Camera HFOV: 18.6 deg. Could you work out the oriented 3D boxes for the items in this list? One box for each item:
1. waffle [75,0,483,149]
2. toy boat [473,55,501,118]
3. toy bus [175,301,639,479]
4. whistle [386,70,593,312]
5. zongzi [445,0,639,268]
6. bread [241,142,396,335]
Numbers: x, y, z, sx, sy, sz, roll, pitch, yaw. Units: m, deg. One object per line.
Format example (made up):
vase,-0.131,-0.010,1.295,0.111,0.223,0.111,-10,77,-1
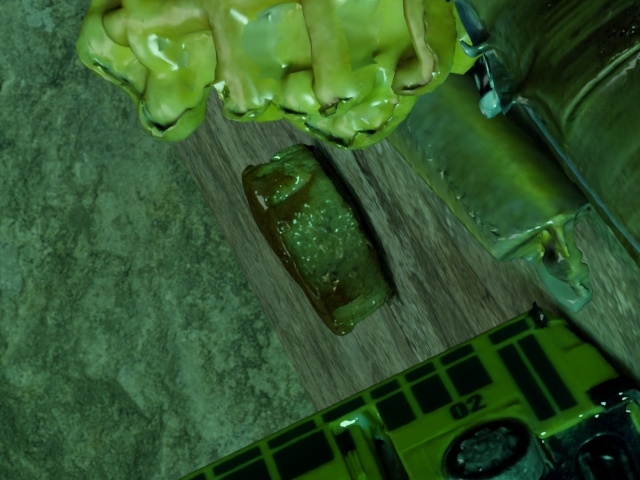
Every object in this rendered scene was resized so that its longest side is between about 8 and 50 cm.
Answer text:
waffle,-0.022,-0.150,0.616,0.238,0.243,0.058,36,-156,25
toy boat,0.047,-0.114,0.817,0.137,0.061,0.060,59,172,12
toy bus,0.053,0.149,1.044,0.150,0.262,0.128,-118,2,-62
whistle,0.047,-0.077,0.982,0.326,0.057,0.068,53,172,46
zongzi,0.101,-0.058,0.413,0.221,0.112,0.242,52,172,12
bread,0.000,0.000,1.559,0.128,0.069,0.140,54,171,36
